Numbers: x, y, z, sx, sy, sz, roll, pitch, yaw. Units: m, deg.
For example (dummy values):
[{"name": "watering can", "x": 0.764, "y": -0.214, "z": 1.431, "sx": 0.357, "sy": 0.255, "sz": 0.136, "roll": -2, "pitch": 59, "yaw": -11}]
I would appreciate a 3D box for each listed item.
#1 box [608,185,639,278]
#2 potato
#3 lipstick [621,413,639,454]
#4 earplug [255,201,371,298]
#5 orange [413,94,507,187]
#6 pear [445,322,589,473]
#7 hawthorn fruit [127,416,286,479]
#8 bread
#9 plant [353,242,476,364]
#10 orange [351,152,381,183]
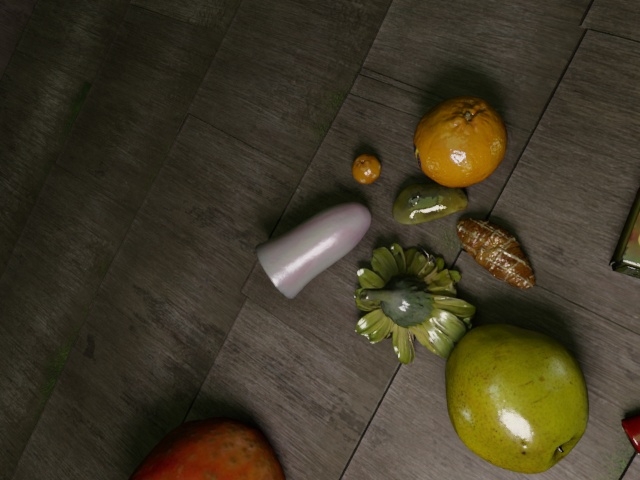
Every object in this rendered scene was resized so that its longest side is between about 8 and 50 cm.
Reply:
[{"name": "box", "x": 0.845, "y": -0.052, "z": 0.992, "sx": 0.420, "sy": 0.138, "sz": 0.373, "roll": 21, "pitch": 90, "yaw": 25}, {"name": "potato", "x": 0.270, "y": -0.095, "z": 1.285, "sx": 0.187, "sy": 0.085, "sz": 0.105, "roll": -5, "pitch": 81, "yaw": 19}, {"name": "lipstick", "x": 0.723, "y": 0.346, "z": 1.012, "sx": 0.241, "sy": 0.080, "sz": 0.080, "roll": -29, "pitch": 71, "yaw": 16}, {"name": "earplug", "x": 0.000, "y": 0.000, "z": 1.358, "sx": 0.301, "sy": 0.172, "sz": 0.172, "roll": -34, "pitch": 69, "yaw": 8}, {"name": "orange", "x": 0.326, "y": -0.234, "z": 1.217, "sx": 0.219, "sy": 0.193, "sz": 0.219, "roll": -7, "pitch": 41, "yaw": 6}, {"name": "pear", "x": 0.396, "y": 0.320, "z": 1.060, "sx": 0.294, "sy": 0.294, "sz": 0.295, "roll": -4, "pitch": 80, "yaw": 23}, {"name": "hawthorn fruit", "x": -0.289, "y": 0.631, "z": 1.251, "sx": 0.402, "sy": 0.402, "sz": 0.403, "roll": -4, "pitch": 80, "yaw": 23}, {"name": "bread", "x": 0.410, "y": 0.021, "z": 1.209, "sx": 0.105, "sy": 0.076, "sz": 0.233, "roll": -48, "pitch": 68, "yaw": 12}, {"name": "plant", "x": 0.202, "y": 0.116, "z": 1.227, "sx": 0.305, "sy": 0.297, "sz": 0.261, "roll": 3, "pitch": 51, "yaw": 40}, {"name": "orange", "x": 0.121, "y": -0.190, "z": 1.374, "sx": 0.083, "sy": 0.070, "sz": 0.083, "roll": -6, "pitch": 74, "yaw": 23}]
